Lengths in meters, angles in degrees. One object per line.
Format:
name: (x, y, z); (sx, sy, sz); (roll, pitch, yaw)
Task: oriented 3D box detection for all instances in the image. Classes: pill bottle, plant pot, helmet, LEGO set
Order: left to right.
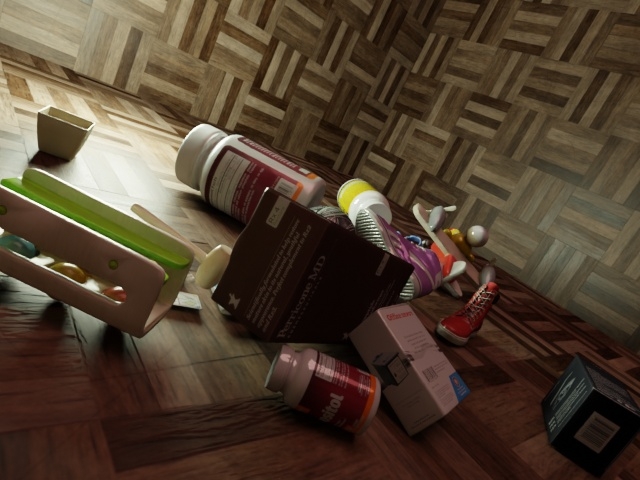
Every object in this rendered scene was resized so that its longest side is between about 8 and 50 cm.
plant pot: (-0.645, -0.264, 1.065); (0.108, 0.096, 0.109); (20, 18, -25)
LEGO set: (-0.234, 0.059, 0.766); (0.244, 0.060, 0.182); (17, 14, -31)
pill bottle: (-0.202, -0.162, 1.226); (0.391, 0.224, 0.224); (29, 15, 7)
helmet: (0.000, 0.000, 0.979); (0.169, 0.162, 0.169); (25, 17, -8)
pill bottle: (0.002, 0.208, 0.606); (0.151, 0.086, 0.086); (24, 15, -5)
pill bottle: (0.200, -0.152, 1.924); (0.187, 0.188, 0.334); (21, 16, -19)

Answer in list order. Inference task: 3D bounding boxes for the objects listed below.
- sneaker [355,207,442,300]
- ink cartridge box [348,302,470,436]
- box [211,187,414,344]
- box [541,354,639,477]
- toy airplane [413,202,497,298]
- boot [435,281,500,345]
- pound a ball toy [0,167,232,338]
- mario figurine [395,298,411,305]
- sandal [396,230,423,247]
sneaker: (0.212, 0.025, 1.129); (0.160, 0.102, 0.282); (-13, 62, -35)
ink cartridge box: (0.155, 0.214, 0.741); (0.139, 0.082, 0.191); (4, 46, -55)
box: (0.016, 0.068, 0.749); (0.143, 0.191, 0.381); (30, 4, 34)
box: (0.574, 0.365, 0.912); (0.108, 0.153, 0.207); (32, 17, 18)
toy airplane: (0.539, 0.044, 1.673); (0.386, 0.272, 0.385); (30, 28, -49)
boot: (0.418, 0.192, 1.178); (0.088, 0.176, 0.244); (38, 20, 30)
pound a ball toy: (-0.308, 0.024, 0.614); (0.318, 0.136, 0.208); (27, 11, -4)
mario figurine: (0.155, 0.106, 1.210); (0.320, 0.170, 0.198); (15, 54, -4)
sandal: (0.251, 0.023, 1.537); (0.317, 0.138, 0.126); (15, 21, -32)
